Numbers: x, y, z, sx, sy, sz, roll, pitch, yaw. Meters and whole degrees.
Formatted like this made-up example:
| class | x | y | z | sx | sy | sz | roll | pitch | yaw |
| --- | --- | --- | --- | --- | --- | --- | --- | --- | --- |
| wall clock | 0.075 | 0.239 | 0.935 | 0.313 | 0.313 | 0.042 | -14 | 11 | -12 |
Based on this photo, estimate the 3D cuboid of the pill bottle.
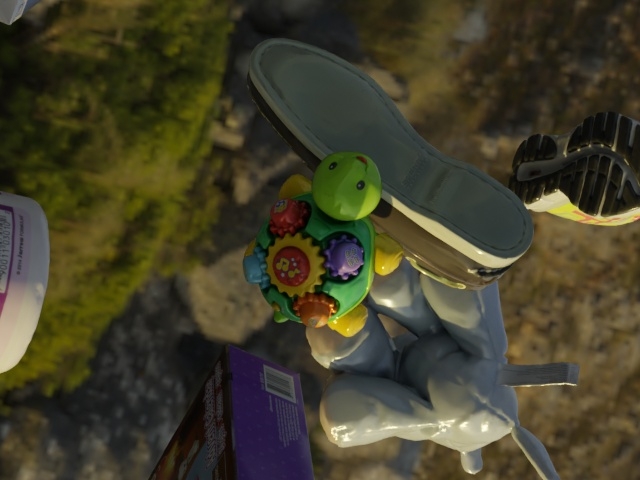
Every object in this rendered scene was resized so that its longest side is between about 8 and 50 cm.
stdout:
| class | x | y | z | sx | sy | sz | roll | pitch | yaw |
| --- | --- | --- | --- | --- | --- | --- | --- | --- | --- |
| pill bottle | -0.405 | 0.016 | 1.367 | 0.169 | 0.301 | 0.169 | -36 | -132 | 53 |

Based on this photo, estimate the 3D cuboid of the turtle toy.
| class | x | y | z | sx | sy | sz | roll | pitch | yaw |
| --- | --- | --- | --- | --- | --- | --- | --- | --- | --- |
| turtle toy | 0.000 | 0.000 | 0.991 | 0.130 | 0.095 | 0.066 | -61 | 163 | 19 |

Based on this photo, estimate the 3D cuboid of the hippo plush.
| class | x | y | z | sx | sy | sz | roll | pitch | yaw |
| --- | --- | --- | --- | --- | --- | --- | --- | --- | --- |
| hippo plush | 0.144 | 0.131 | 1.698 | 0.236 | 0.294 | 0.234 | 35 | 65 | -74 |

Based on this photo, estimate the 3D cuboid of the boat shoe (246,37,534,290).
| class | x | y | z | sx | sy | sz | roll | pitch | yaw |
| --- | --- | --- | --- | --- | --- | --- | --- | --- | --- |
| boat shoe | 0.036 | -0.047 | 1.063 | 0.081 | 0.228 | 0.068 | -49 | 176 | -36 |

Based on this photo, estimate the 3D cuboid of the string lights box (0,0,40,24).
| class | x | y | z | sx | sy | sz | roll | pitch | yaw |
| --- | --- | --- | --- | --- | --- | --- | --- | --- | --- |
| string lights box | -0.362 | -0.342 | 1.804 | 0.259 | 0.133 | 0.077 | -66 | 180 | -63 |

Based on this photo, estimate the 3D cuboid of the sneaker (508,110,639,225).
| class | x | y | z | sx | sy | sz | roll | pitch | yaw |
| --- | --- | --- | --- | --- | --- | --- | --- | --- | --- |
| sneaker | 0.234 | -0.050 | 1.222 | 0.208 | 0.094 | 0.081 | 11 | -94 | 69 |

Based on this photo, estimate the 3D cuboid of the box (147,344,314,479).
| class | x | y | z | sx | sy | sz | roll | pitch | yaw |
| --- | --- | --- | --- | --- | --- | --- | --- | --- | --- |
| box | -0.071 | 0.216 | 0.886 | 0.201 | 0.057 | 0.293 | -60 | -163 | 20 |
